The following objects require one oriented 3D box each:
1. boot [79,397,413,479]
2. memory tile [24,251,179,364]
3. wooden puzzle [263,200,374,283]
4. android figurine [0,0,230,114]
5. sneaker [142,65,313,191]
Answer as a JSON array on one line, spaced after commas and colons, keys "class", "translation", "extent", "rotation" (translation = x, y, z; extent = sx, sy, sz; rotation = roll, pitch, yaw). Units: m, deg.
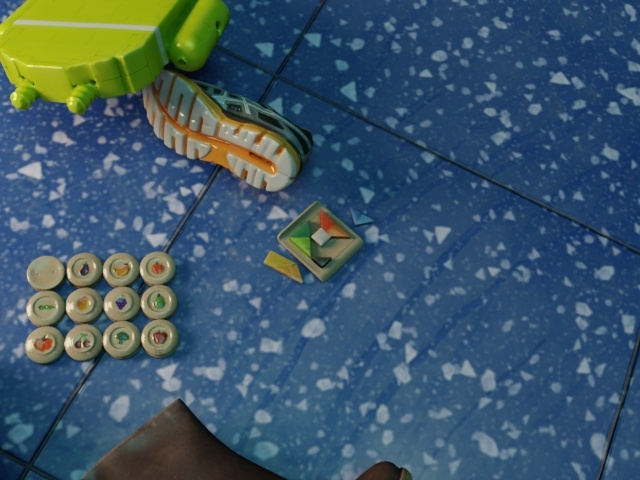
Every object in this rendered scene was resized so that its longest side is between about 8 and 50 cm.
[{"class": "boot", "translation": [-0.064, 0.220, 0.632], "extent": [0.248, 0.090, 0.207], "rotation": [-36, 78, -16]}, {"class": "memory tile", "translation": [-0.217, 0.065, 0.719], "extent": [0.148, 0.012, 0.113], "rotation": [-3, 68, -9]}, {"class": "wooden puzzle", "translation": [0.000, 0.000, 0.776], "extent": [0.078, 0.014, 0.116], "rotation": [37, 67, 8]}, {"class": "android figurine", "translation": [-0.228, -0.225, 0.768], "extent": [0.248, 0.056, 0.273], "rotation": [5, 48, 13]}, {"class": "sneaker", "translation": [-0.103, -0.128, 0.789], "extent": [0.215, 0.084, 0.083], "rotation": [33, 39, 11]}]
